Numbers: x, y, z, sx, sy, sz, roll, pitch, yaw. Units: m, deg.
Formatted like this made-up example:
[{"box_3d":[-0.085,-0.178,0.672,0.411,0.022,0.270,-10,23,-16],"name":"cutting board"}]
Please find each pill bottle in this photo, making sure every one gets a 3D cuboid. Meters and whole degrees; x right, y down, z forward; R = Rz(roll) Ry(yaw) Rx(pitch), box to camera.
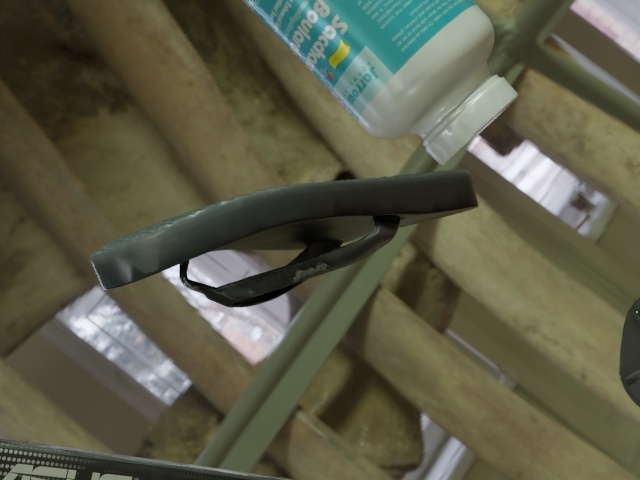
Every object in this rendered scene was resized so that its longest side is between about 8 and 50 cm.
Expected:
[{"box_3d":[0.052,-0.192,0.796,0.146,0.264,0.146,-43,-4,-3],"name":"pill bottle"}]

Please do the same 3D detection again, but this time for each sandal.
[{"box_3d":[0.001,0.000,0.494,0.255,0.054,0.097,-10,-3,-39],"name":"sandal"}]

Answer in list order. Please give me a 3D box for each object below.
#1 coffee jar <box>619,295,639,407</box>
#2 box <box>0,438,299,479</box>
[{"box_3d":[0.253,0.066,0.523,0.184,0.096,0.079,5,-89,-47],"name":"coffee jar"},{"box_3d":[-0.118,0.240,0.533,0.060,0.270,0.216,-3,71,46],"name":"box"}]
